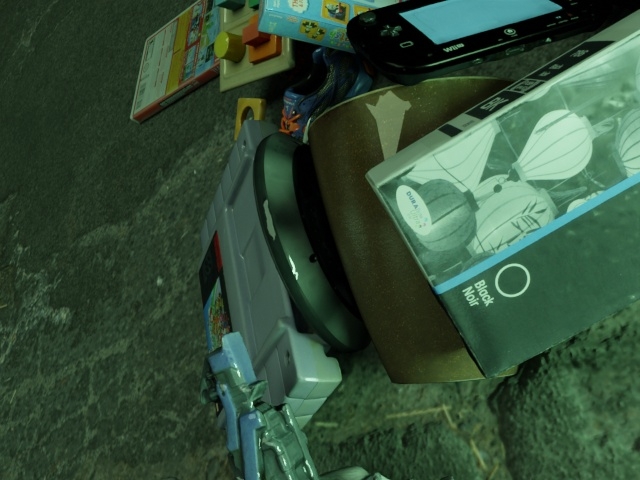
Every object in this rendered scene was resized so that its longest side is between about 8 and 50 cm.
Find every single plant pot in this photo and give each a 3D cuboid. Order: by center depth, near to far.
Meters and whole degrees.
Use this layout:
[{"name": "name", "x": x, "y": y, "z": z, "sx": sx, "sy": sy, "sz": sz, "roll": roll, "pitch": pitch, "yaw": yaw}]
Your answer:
[{"name": "plant pot", "x": 0.106, "y": 0.006, "z": 0.578, "sx": 0.215, "sy": 0.215, "sz": 0.230, "roll": -13, "pitch": 78, "yaw": 40}]

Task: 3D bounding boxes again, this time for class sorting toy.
[{"name": "sorting toy", "x": -0.100, "y": -0.307, "z": 0.888, "sx": 0.196, "sy": 0.047, "sz": 0.347, "roll": -2, "pitch": 88, "yaw": 53}]

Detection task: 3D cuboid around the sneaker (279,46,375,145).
[{"name": "sneaker", "x": -0.024, "y": -0.159, "z": 0.852, "sx": 0.083, "sy": 0.087, "sz": 0.221, "roll": 35, "pitch": 96, "yaw": 48}]

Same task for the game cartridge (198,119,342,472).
[{"name": "game cartridge", "x": -0.080, "y": 0.060, "z": 0.759, "sx": 0.230, "sy": 0.068, "sz": 0.355, "roll": -55, "pitch": 38, "yaw": 40}]

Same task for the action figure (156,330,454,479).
[{"name": "action figure", "x": -0.029, "y": 0.246, "z": 0.592, "sx": 0.330, "sy": 0.178, "sz": 0.341, "roll": -19, "pitch": 84, "yaw": 32}]

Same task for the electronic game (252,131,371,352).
[{"name": "electronic game", "x": 0.000, "y": 0.000, "z": 0.645, "sx": 0.048, "sy": 0.229, "sz": 0.229, "roll": -22, "pitch": 55, "yaw": 19}]

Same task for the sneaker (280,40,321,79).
[{"name": "sneaker", "x": -0.031, "y": -0.367, "z": 0.902, "sx": 0.125, "sy": 0.104, "sz": 0.262, "roll": 37, "pitch": 109, "yaw": 25}]

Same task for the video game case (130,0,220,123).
[{"name": "video game case", "x": -0.254, "y": -0.358, "z": 1.227, "sx": 0.285, "sy": 0.025, "sz": 0.204, "roll": -18, "pitch": 58, "yaw": 38}]

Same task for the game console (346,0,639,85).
[{"name": "game console", "x": 0.204, "y": -0.192, "z": 0.520, "sx": 0.361, "sy": 0.044, "sz": 0.213, "roll": -19, "pitch": 36, "yaw": -12}]

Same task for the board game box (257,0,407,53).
[{"name": "board game box", "x": 0.033, "y": -0.298, "z": 0.782, "sx": 0.039, "sy": 0.211, "sz": 0.160, "roll": 127, "pitch": 147, "yaw": -56}]

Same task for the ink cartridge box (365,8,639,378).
[{"name": "ink cartridge box", "x": 0.213, "y": -0.058, "z": 0.435, "sx": 0.333, "sy": 0.165, "sz": 0.065, "roll": -31, "pitch": 14, "yaw": 5}]
